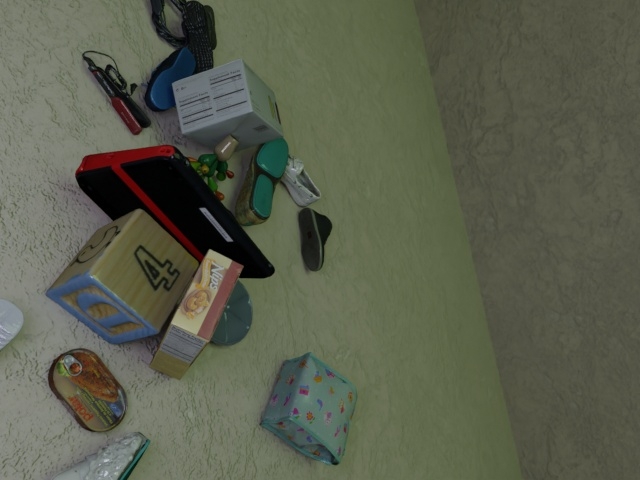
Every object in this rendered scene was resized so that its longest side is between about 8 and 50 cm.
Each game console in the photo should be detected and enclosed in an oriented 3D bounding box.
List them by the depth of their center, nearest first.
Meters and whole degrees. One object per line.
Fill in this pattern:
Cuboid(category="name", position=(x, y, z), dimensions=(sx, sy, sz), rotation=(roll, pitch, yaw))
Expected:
Cuboid(category="game console", position=(-0.317, -0.047, 1.161), dimensions=(0.387, 0.341, 0.060), rotation=(55, 45, -39))

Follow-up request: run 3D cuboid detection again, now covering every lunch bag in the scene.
Cuboid(category="lunch bag", position=(-0.010, 0.486, 1.515), dimensions=(0.262, 0.160, 0.223), rotation=(43, 44, -24))

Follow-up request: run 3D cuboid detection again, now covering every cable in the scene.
Cuboid(category="cable", position=(-0.434, -0.654, 1.561), dimensions=(0.150, 0.047, 0.185), rotation=(-21, 96, -61))

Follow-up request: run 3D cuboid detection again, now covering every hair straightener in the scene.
Cuboid(category="hair straightener", position=(-0.513, -0.384, 1.349), dimensions=(0.230, 0.047, 0.089), rotation=(53, 40, -16))

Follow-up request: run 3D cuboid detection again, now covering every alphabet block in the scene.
Cuboid(category="alphabet block", position=(-0.419, 0.082, 1.143), dimensions=(0.193, 0.192, 0.197), rotation=(50, 41, -28))

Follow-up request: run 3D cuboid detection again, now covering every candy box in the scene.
Cuboid(category="candy box", position=(-0.279, 0.173, 1.163), dimensions=(0.087, 0.316, 0.183), rotation=(26, 55, -10))

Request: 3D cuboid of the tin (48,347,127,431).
Cuboid(category="tin", position=(-0.481, 0.311, 1.095), dimensions=(0.190, 0.040, 0.106), rotation=(60, 34, -15))

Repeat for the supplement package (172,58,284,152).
Cuboid(category="supplement package", position=(-0.245, -0.357, 1.462), dimensions=(0.262, 0.204, 0.145), rotation=(12, 64, -76))

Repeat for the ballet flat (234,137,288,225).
Cuboid(category="ballet flat", position=(-0.187, -0.183, 1.611), dimensions=(0.123, 0.123, 0.349), rotation=(41, 43, -34))

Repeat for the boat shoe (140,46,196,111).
Cuboid(category="boat shoe", position=(-0.418, -0.428, 1.449), dimensions=(0.109, 0.089, 0.258), rotation=(62, 31, -34))

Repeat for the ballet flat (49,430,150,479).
Cuboid(category="ballet flat", position=(-0.468, 0.508, 0.959), dimensions=(0.147, 0.147, 0.409), rotation=(52, 41, -24))

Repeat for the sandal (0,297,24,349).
Cuboid(category="sandal", position=(-0.644, 0.205, 0.914), dimensions=(0.102, 0.076, 0.265), rotation=(46, 63, -9))

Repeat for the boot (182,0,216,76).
Cuboid(category="boot", position=(-0.345, -0.589, 1.597), dimensions=(0.161, 0.083, 0.247), rotation=(-64, 154, -74))

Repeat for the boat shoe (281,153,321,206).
Cuboid(category="boat shoe", position=(-0.092, -0.238, 1.765), dimensions=(0.277, 0.096, 0.098), rotation=(51, 42, -25))

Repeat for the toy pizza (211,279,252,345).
Cuboid(category="toy pizza", position=(-0.264, 0.184, 1.425), dimensions=(0.201, 0.032, 0.201), rotation=(26, 55, -43))

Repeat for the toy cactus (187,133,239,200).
Cuboid(category="toy cactus", position=(-0.285, -0.203, 1.431), dimensions=(0.112, 0.180, 0.219), rotation=(46, 11, 20))

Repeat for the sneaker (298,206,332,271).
Cuboid(category="sneaker", position=(0.000, 0.000, 1.792), dimensions=(0.118, 0.083, 0.222), rotation=(13, 64, -49))
